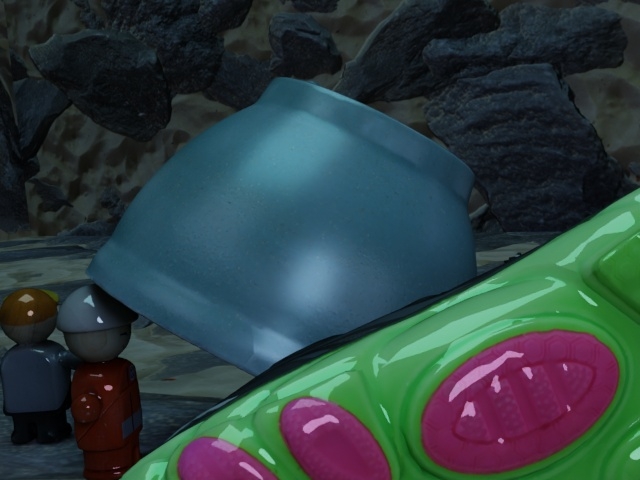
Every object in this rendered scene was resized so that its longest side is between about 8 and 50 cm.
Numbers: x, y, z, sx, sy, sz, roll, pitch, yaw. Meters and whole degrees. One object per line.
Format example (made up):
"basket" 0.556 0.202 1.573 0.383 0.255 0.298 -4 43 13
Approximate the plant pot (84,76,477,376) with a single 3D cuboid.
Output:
"plant pot" 0.000 0.000 0.747 0.293 0.196 0.293 27 -1 1

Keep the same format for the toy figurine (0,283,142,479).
"toy figurine" -0.254 0.107 0.743 0.213 0.148 0.209 -9 8 -35

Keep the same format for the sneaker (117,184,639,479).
"sneaker" 0.115 0.068 0.462 0.483 0.185 0.202 -16 2 -11
